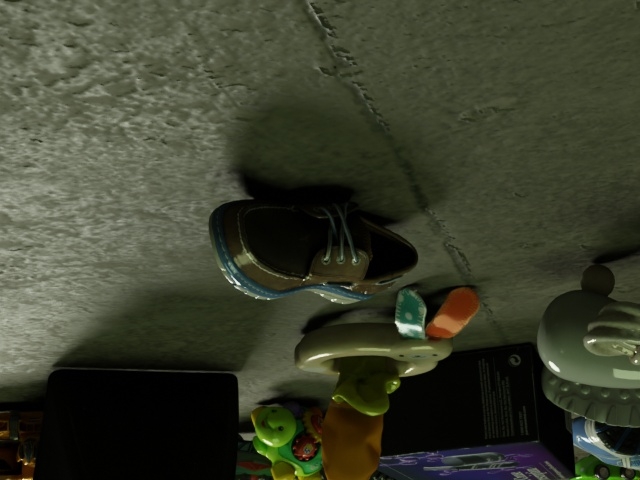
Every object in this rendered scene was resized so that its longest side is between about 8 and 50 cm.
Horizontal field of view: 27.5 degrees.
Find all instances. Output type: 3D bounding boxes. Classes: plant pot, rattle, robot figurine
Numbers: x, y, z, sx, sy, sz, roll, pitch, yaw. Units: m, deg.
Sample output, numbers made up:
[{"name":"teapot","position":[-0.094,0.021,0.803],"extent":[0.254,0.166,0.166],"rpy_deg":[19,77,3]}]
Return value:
[{"name":"plant pot","position":[-0.173,0.251,1.268],"extent":[0.188,0.167,0.187],"rpy_deg":[3,129,-19]},{"name":"rattle","position":[0.059,0.128,1.115],"extent":[0.130,0.143,0.199],"rpy_deg":[31,151,-28]},{"name":"robot figurine","position":[-0.306,0.247,1.472],"extent":[0.211,0.085,0.291],"rpy_deg":[-2,161,-4]}]

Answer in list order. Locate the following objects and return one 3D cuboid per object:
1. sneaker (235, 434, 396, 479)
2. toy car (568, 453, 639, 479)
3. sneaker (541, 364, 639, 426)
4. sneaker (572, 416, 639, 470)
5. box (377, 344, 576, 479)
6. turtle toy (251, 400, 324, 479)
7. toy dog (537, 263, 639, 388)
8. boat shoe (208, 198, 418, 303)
[{"name":"sneaker","position":[-0.011,0.265,1.547],"extent":[0.261,0.125,0.104],"rpy_deg":[0,126,13]},{"name":"toy car","position":[0.452,0.315,1.834],"extent":[0.225,0.053,0.239],"rpy_deg":[5,159,-20]},{"name":"sneaker","position":[0.329,0.133,1.252],"extent":[0.235,0.090,0.095],"rpy_deg":[-4,170,7]},{"name":"sneaker","position":[0.389,0.239,1.586],"extent":[0.211,0.080,0.081],"rpy_deg":[21,158,-30]},{"name":"box","position":[0.157,0.194,1.373],"extent":[0.184,0.103,0.261],"rpy_deg":[-6,161,18]},{"name":"turtle toy","position":[-0.031,0.215,1.431],"extent":[0.066,0.095,0.130],"rpy_deg":[-37,148,22]},{"name":"toy dog","position":[0.342,0.044,0.958],"extent":[0.333,0.161,0.220],"rpy_deg":[12,164,2]},{"name":"boat shoe","position":[0.000,0.000,0.853],"extent":[0.066,0.066,0.183],"rpy_deg":[-21,165,30]}]
